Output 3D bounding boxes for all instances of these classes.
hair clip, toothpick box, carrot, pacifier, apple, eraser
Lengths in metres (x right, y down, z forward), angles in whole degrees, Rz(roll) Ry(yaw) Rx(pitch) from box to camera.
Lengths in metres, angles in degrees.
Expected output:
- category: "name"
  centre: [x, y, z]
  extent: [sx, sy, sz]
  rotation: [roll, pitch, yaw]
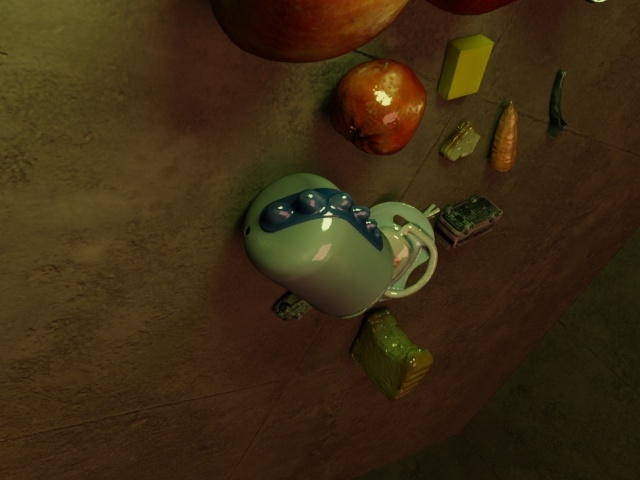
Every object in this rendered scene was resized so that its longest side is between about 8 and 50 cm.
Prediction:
- category: "hair clip"
  centre: [0.670, -0.382, 1.568]
  extent: [0.070, 0.039, 0.229]
  rotation: [-38, 144, -3]
- category: "toothpick box"
  centre: [0.000, 0.000, 1.161]
  extent: [0.263, 0.263, 0.355]
  rotation: [-44, 144, 5]
- category: "carrot"
  centre: [0.496, -0.284, 1.487]
  extent: [0.072, 0.072, 0.205]
  rotation: [-27, 139, -19]
- category: "pacifier"
  centre: [0.181, 0.028, 1.461]
  extent: [0.279, 0.227, 0.207]
  rotation: [-54, -177, 18]
- category: "apple"
  centre: [0.002, -0.377, 0.711]
  extent: [0.302, 0.301, 0.301]
  rotation: [-26, 143, -22]
- category: "eraser"
  centre: [0.315, -0.378, 1.224]
  extent: [0.097, 0.045, 0.122]
  rotation: [-22, 142, -25]
- category: "hair clip"
  centre: [0.280, -0.054, 1.558]
  extent: [0.115, 0.030, 0.039]
  rotation: [-33, 146, -11]

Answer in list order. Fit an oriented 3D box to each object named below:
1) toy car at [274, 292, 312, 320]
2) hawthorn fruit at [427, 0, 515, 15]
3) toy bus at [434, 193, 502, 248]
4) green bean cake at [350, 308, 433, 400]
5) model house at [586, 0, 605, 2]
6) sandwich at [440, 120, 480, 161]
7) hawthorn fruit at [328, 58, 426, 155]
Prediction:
- category: "toy car"
  centre: [-0.035, 0.146, 1.450]
  extent: [0.186, 0.058, 0.093]
  rotation: [-34, 147, 11]
- category: "hawthorn fruit"
  centre: [0.247, -0.484, 0.857]
  extent: [0.275, 0.275, 0.300]
  rotation: [-34, -179, -11]
- category: "toy bus"
  centre: [0.434, -0.054, 1.651]
  extent: [0.199, 0.096, 0.108]
  rotation: [-23, 146, -30]
- category: "green bean cake"
  centre: [0.230, 0.359, 1.784]
  extent: [0.124, 0.236, 0.233]
  rotation: [-17, 141, -36]
- category: "model house"
  centre: [0.506, -0.624, 1.052]
  extent: [0.261, 0.226, 0.241]
  rotation: [-59, 179, 29]
- category: "sandwich"
  centre: [0.354, -0.243, 1.417]
  extent: [0.105, 0.035, 0.093]
  rotation: [-46, 146, 9]
- category: "hawthorn fruit"
  centre: [0.120, -0.264, 1.058]
  extent: [0.200, 0.179, 0.179]
  rotation: [-47, 147, -15]
